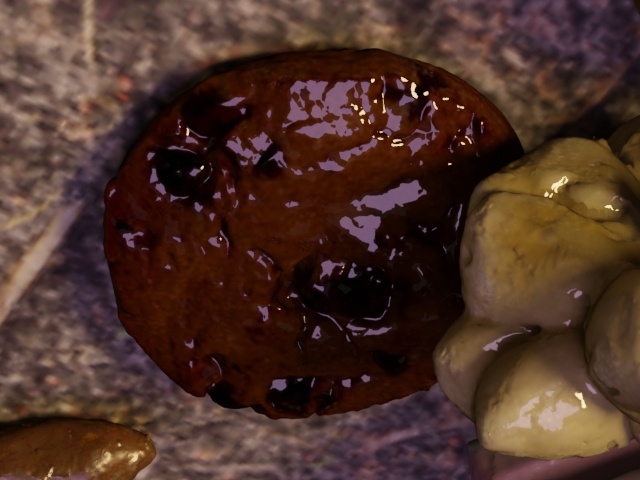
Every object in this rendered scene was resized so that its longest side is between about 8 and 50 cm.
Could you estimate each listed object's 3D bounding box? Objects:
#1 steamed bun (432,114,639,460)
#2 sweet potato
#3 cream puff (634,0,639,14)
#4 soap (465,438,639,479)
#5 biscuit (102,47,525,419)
[{"bbox_3d":[0.135,0.015,0.688,0.192,0.177,0.106,-27,116,-28],"label":"steamed bun"},{"bbox_3d":[-0.183,0.127,0.832,0.218,0.051,0.065,-18,137,8],"label":"sweet potato"},{"bbox_3d":[0.203,-0.123,0.638,0.189,0.129,0.189,6,139,6],"label":"cream puff"},{"bbox_3d":[0.229,0.087,0.755,0.323,0.193,0.109,-24,126,11],"label":"soap"},{"bbox_3d":[0.000,0.000,0.760,0.192,0.049,0.192,-3,121,-4],"label":"biscuit"}]
